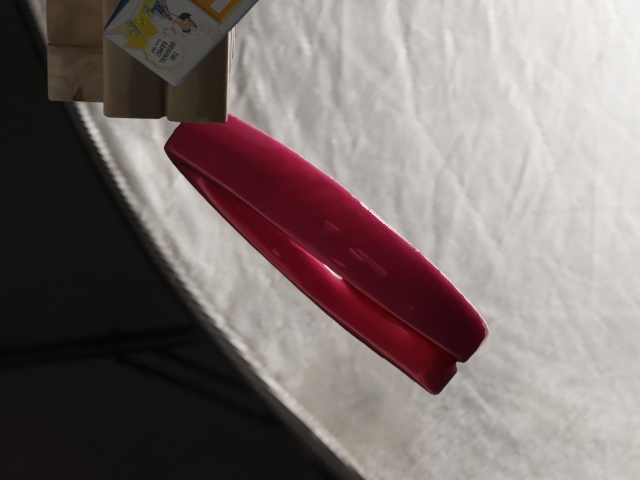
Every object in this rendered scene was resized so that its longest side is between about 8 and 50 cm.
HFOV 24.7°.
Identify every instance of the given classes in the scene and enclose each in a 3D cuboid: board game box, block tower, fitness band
[{"bbox_3d":[-0.002,-0.124,0.419,0.026,0.103,0.154,36,43,-16],"label":"board game box"},{"bbox_3d":[-0.087,-0.172,0.823,0.091,0.097,0.335,3,25,-3],"label":"block tower"},{"bbox_3d":[0.000,0.000,0.965,0.054,0.291,0.209,-47,120,-7],"label":"fitness band"}]
